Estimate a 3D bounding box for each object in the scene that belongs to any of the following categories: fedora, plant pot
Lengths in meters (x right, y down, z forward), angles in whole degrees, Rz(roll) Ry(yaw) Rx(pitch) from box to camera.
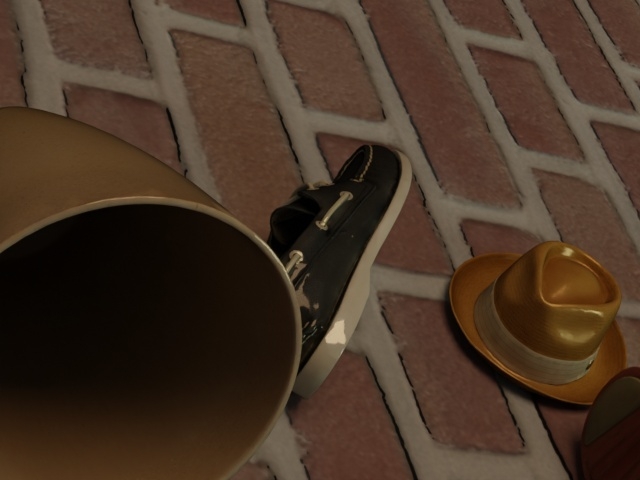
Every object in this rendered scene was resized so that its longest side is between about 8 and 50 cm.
[{"bbox_3d":[0.209,0.058,1.548,0.194,0.079,0.194,20,37,-15],"label":"fedora"},{"bbox_3d":[-0.180,0.022,1.187,0.256,0.256,0.274,9,24,-29],"label":"plant pot"}]

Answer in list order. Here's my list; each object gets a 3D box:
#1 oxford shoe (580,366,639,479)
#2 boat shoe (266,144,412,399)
[{"bbox_3d":[0.323,0.263,1.334,0.146,0.140,0.397,22,37,-25],"label":"oxford shoe"},{"bbox_3d":[0.000,0.000,1.433,0.091,0.114,0.302,32,34,-9],"label":"boat shoe"}]
